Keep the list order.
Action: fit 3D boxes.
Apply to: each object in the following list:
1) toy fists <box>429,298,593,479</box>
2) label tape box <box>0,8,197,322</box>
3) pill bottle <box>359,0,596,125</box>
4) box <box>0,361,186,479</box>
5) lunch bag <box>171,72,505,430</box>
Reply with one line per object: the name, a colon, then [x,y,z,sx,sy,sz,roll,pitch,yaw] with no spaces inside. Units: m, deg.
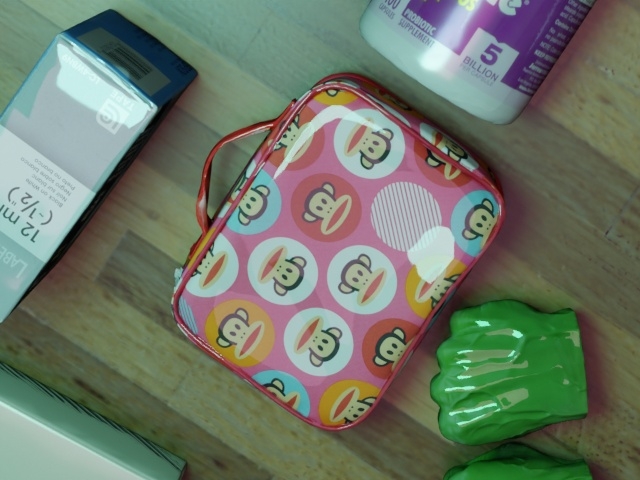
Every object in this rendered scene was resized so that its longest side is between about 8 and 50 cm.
toy fists: [0.176,0.193,1.863,0.142,0.096,0.279,-7,100,-5]
label tape box: [-0.263,-0.029,1.763,0.115,0.249,0.348,35,102,-4]
pill bottle: [0.178,-0.265,1.728,0.169,0.169,0.301,32,102,-3]
box: [-0.275,0.204,1.893,0.275,0.094,0.113,30,102,-3]
lunch bag: [0.000,0.000,1.819,0.258,0.120,0.293,36,102,-3]
